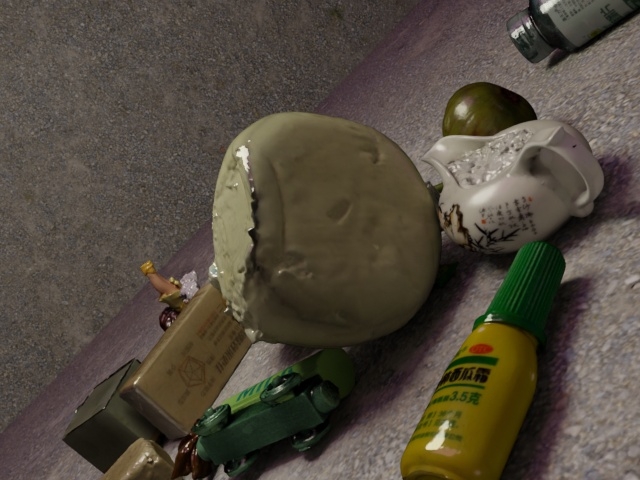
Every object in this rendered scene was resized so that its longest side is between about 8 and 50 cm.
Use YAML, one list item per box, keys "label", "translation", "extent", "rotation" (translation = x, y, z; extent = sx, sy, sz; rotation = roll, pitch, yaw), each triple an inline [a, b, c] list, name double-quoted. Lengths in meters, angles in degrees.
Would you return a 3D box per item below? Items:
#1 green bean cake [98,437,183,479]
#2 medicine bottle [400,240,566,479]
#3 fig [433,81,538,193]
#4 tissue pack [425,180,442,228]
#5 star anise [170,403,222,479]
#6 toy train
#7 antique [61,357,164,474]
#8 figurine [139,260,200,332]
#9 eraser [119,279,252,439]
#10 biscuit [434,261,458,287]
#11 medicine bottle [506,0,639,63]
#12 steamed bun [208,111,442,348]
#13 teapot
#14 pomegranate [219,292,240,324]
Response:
- label: "green bean cake"
  translation: [-0.313, 0.412, 1.214]
  extent: [0.179, 0.085, 0.109]
  rotation: [-48, 14, -11]
- label: "medicine bottle"
  translation: [0.176, 0.119, 0.749]
  extent: [0.111, 0.076, 0.309]
  rotation: [-24, 24, 50]
- label: "fig"
  translation: [0.241, -0.129, 1.216]
  extent: [0.151, 0.151, 0.259]
  rotation: [-61, -3, -48]
- label: "tissue pack"
  translation: [0.160, -0.042, 1.242]
  extent: [0.094, 0.074, 0.059]
  rotation: [-32, 16, 31]
- label: "star anise"
  translation: [-0.169, 0.308, 1.176]
  extent: [0.168, 0.057, 0.168]
  rotation: [-42, 14, 13]
- label: "toy train"
  translation: [-0.061, 0.230, 1.044]
  extent: [0.253, 0.105, 0.157]
  rotation: [-32, 5, 32]
- label: "antique"
  translation: [-0.376, 0.342, 1.452]
  extent: [0.146, 0.148, 0.152]
  rotation: [-37, 17, 28]
- label: "figurine"
  translation: [-0.296, 0.145, 1.623]
  extent: [0.115, 0.240, 0.175]
  rotation: [-25, 15, -7]
- label: "eraser"
  translation: [-0.228, 0.204, 1.456]
  extent: [0.078, 0.144, 0.343]
  rotation: [-30, 19, 46]
- label: "biscuit"
  translation: [0.162, 0.051, 1.089]
  extent: [0.046, 0.016, 0.089]
  rotation: [-49, 15, -21]
- label: "medicine bottle"
  translation: [0.482, -0.443, 1.364]
  extent: [0.293, 0.141, 0.141]
  rotation: [-32, 18, 35]
- label: "steamed bun"
  translation: [0.000, 0.000, 1.063]
  extent: [0.233, 0.312, 0.334]
  rotation: [137, 139, -58]
- label: "teapot"
  translation: [0.249, -0.081, 0.958]
  extent: [0.208, 0.166, 0.299]
  rotation: [-35, 6, -18]
- label: "pomegranate"
  translation: [-0.060, 0.062, 1.269]
  extent: [0.233, 0.233, 0.233]
  rotation: [-40, 15, 13]
